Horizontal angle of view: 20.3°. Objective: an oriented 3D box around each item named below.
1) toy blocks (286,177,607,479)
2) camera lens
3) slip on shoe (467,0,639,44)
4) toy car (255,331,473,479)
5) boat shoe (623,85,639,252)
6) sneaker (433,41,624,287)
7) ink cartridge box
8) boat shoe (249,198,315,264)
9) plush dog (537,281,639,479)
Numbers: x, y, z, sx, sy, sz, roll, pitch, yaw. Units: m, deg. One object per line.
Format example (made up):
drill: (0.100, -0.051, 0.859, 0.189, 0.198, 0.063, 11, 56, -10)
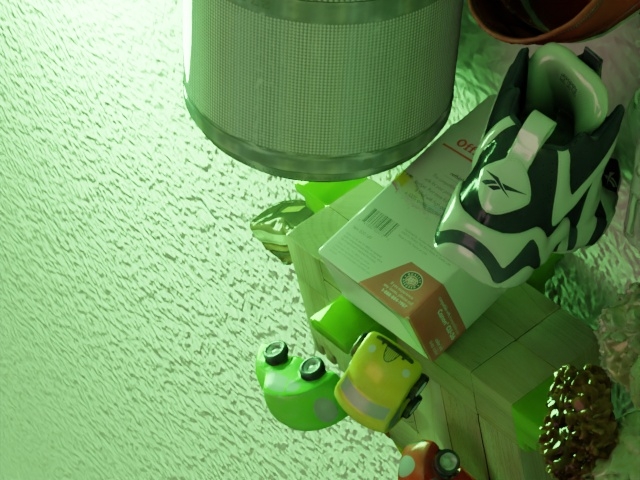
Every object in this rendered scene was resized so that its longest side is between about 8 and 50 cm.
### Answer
toy blocks: (0.117, 0.127, 1.526, 0.381, 0.191, 0.261, 36, 152, 41)
camera lens: (0.003, -0.200, 1.384, 0.219, 0.219, 0.274, 42, 143, 36)
slip on shoe: (0.201, -0.211, 1.119, 0.331, 0.101, 0.123, -37, 76, 56)
toy car: (0.022, 0.143, 1.436, 0.225, 0.053, 0.239, 19, 150, 43)
boat shoe: (0.245, -0.076, 1.207, 0.084, 0.095, 0.258, 38, 140, 34)
sneaker: (0.171, -0.073, 1.240, 0.094, 0.235, 0.153, 37, 123, 21)
ink cartridge box: (0.111, -0.014, 1.408, 0.115, 0.198, 0.067, 37, 165, 41)
boat shoe: (0.000, 0.000, 1.715, 0.072, 0.068, 0.190, 59, 163, -14)
plush dog: (0.262, 0.166, 1.219, 0.211, 0.225, 0.262, -16, 100, 61)
